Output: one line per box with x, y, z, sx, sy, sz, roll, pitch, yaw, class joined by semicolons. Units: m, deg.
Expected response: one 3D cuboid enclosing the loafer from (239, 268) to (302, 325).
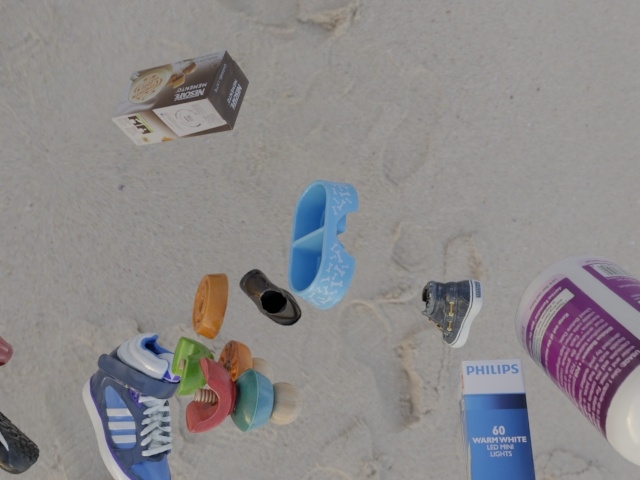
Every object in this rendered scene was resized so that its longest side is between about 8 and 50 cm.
-0.106;0.148;1.506;0.080;0.078;0.220;-46;139;0;loafer

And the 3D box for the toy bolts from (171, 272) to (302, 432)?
-0.112;0.180;0.985;0.158;0.228;0.218;13;106;-23;toy bolts

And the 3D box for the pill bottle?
0.370;0.151;0.761;0.169;0.301;0.169;-6;117;-13;pill bottle

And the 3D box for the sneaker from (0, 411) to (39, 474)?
-0.568;0.337;1.077;0.124;0.283;0.107;-52;133;-23;sneaker

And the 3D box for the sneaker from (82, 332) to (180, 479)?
-0.349;0.351;1.374;0.236;0.130;0.323;-42;67;14;sneaker

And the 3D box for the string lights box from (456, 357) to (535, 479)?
0.222;0.287;0.824;0.077;0.133;0.259;-4;71;7;string lights box

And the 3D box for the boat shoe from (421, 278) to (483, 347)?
0.197;0.113;1.047;0.083;0.183;0.065;5;57;2;boat shoe

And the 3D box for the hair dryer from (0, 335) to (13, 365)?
-0.599;0.141;0.945;0.294;0.223;0.080;9;52;-26;hair dryer

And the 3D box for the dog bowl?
0.000;0.000;1.440;0.074;0.166;0.297;19;63;-31;dog bowl

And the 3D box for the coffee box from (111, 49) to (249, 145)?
-0.289;-0.291;1.365;0.098;0.247;0.141;52;42;-48;coffee box
